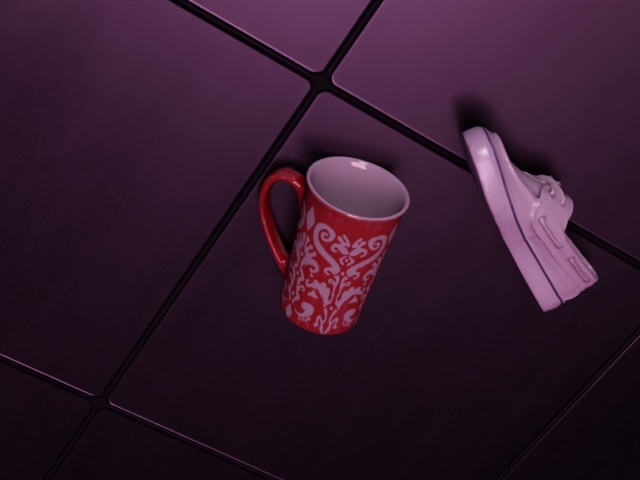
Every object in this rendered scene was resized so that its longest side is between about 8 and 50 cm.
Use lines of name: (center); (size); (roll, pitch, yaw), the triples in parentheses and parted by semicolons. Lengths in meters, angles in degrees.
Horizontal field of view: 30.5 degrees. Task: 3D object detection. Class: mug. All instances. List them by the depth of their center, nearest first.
mug: (0.009, -0.001, 1.281); (0.113, 0.150, 0.169); (-15, 135, -37)

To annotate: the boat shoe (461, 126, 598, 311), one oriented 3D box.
boat shoe: (0.229, -0.033, 1.270); (0.084, 0.095, 0.258); (-27, 130, 9)
